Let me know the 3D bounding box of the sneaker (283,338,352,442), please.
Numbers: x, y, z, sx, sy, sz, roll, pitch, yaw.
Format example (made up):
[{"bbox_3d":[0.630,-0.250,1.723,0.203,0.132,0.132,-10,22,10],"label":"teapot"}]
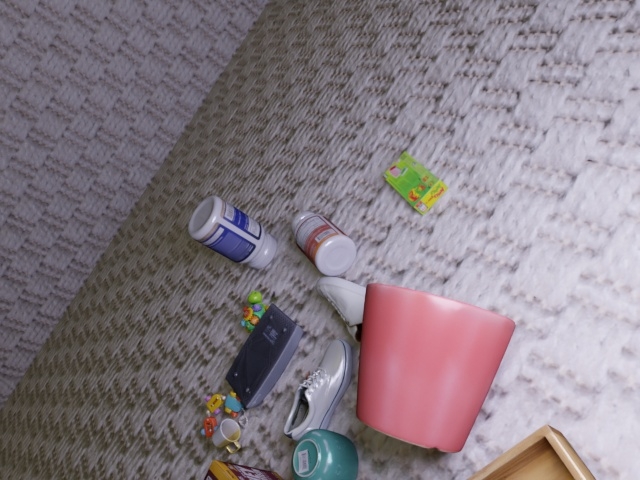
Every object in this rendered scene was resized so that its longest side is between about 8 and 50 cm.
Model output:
[{"bbox_3d":[-0.003,0.347,1.141,0.094,0.091,0.258,3,66,49],"label":"sneaker"}]

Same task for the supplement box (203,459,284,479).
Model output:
[{"bbox_3d":[-0.171,0.608,1.054,0.129,0.191,0.194,14,75,52],"label":"supplement box"}]

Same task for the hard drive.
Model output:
[{"bbox_3d":[-0.153,0.318,1.362,0.255,0.054,0.172,-58,37,-3],"label":"hard drive"}]

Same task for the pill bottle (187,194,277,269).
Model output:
[{"bbox_3d":[-0.274,-0.017,1.569,0.153,0.264,0.153,-29,43,32],"label":"pill bottle"}]

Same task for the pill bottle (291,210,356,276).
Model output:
[{"bbox_3d":[0.000,0.000,1.370,0.121,0.121,0.216,-52,36,6],"label":"pill bottle"}]

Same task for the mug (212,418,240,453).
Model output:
[{"bbox_3d":[-0.254,0.525,1.305,0.064,0.062,0.078,-44,49,25],"label":"mug"}]

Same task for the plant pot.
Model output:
[{"bbox_3d":[0.188,0.229,0.896,0.275,0.275,0.243,5,76,50],"label":"plant pot"}]

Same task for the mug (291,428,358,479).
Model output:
[{"bbox_3d":[0.009,0.472,1.031,0.157,0.097,0.130,16,76,52],"label":"mug"}]

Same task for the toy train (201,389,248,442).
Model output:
[{"bbox_3d":[-0.264,0.487,1.375,0.166,0.046,0.125,-23,74,23],"label":"toy train"}]

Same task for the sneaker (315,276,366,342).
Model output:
[{"bbox_3d":[0.072,0.168,1.176,0.290,0.106,0.123,13,71,50],"label":"sneaker"}]

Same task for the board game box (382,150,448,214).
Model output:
[{"bbox_3d":[0.242,-0.152,1.275,0.092,0.043,0.181,-48,37,12],"label":"board game box"}]

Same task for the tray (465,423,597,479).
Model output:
[{"bbox_3d":[0.258,0.495,0.759,0.411,0.076,0.203,-45,39,17],"label":"tray"}]

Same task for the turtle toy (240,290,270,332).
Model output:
[{"bbox_3d":[-0.197,0.216,1.475,0.095,0.066,0.130,-20,50,38],"label":"turtle toy"}]
